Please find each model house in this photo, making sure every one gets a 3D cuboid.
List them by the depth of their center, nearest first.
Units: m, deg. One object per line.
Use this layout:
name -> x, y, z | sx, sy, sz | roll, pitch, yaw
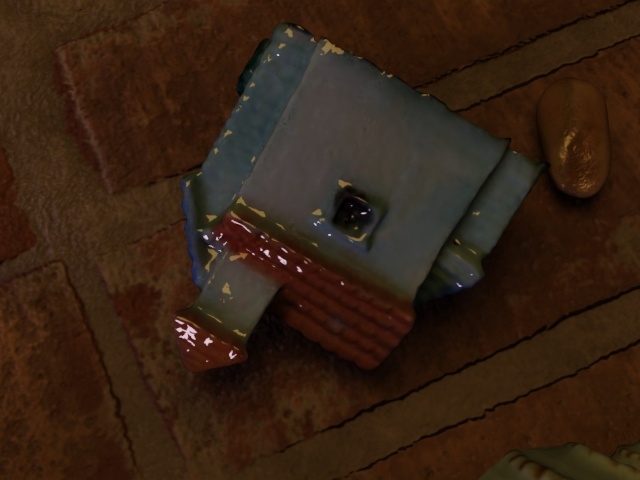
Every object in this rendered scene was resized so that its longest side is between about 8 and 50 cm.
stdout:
model house -> 0.000, 0.000, 1.095 | 0.294, 0.252, 0.329 | 29, 87, -5

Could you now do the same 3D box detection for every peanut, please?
peanut -> 0.269, -0.109, 1.202 | 0.076, 0.076, 0.152 | -1, 57, 4

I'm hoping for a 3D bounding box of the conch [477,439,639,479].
conch -> 0.249, 0.293, 0.849 | 0.302, 0.215, 0.319 | 15, 63, -22
